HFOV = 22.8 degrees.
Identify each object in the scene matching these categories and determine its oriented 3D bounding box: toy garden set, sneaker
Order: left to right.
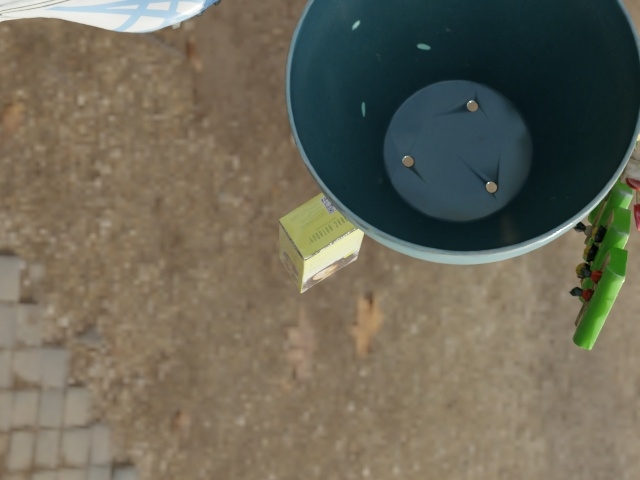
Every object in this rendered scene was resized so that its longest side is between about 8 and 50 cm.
[{"bbox_3d":[-0.169,-0.203,1.149,0.086,0.237,0.085,110,-30,-52],"label":"sneaker"},{"bbox_3d":[0.302,-0.043,1.667,0.244,0.049,0.204,-72,179,-49],"label":"toy garden set"}]

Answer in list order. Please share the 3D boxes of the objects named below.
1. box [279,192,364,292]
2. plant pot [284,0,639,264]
[{"bbox_3d":[0.000,0.000,1.858,0.058,0.087,0.232,57,-6,9],"label":"box"},{"bbox_3d":[0.120,-0.105,1.367,0.195,0.290,0.290,79,18,-76],"label":"plant pot"}]
